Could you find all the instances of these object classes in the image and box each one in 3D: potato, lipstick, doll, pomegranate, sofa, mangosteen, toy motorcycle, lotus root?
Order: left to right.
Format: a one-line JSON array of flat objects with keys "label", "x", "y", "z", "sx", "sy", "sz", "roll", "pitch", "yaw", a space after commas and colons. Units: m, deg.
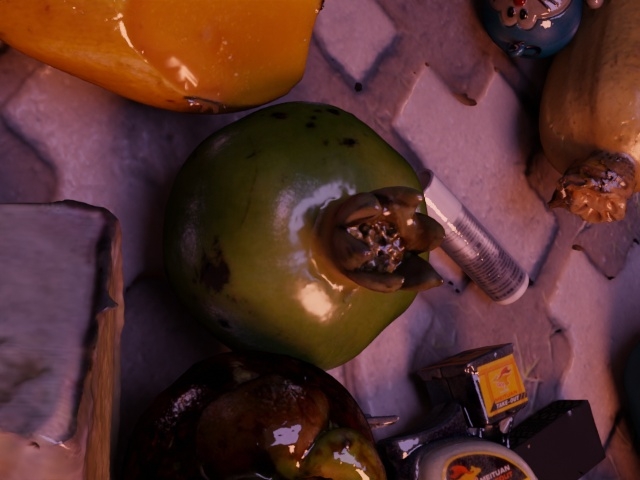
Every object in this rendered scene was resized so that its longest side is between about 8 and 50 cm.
[{"label": "potato", "x": -0.215, "y": 0.130, "z": 0.676, "sx": 0.211, "sy": 0.189, "sz": 0.264, "roll": -1, "pitch": 121, "yaw": -6}, {"label": "mangosteen", "x": -0.037, "y": 0.158, "z": 0.727, "sx": 0.172, "sy": 0.184, "sz": 0.172, "roll": -16, "pitch": 132, "yaw": -19}, {"label": "pomegranate", "x": -0.001, "y": -0.002, "z": 0.785, "sx": 0.187, "sy": 0.225, "sz": 0.187, "roll": -2, "pitch": 94, "yaw": -30}, {"label": "toy motorcycle", "x": 0.057, "y": 0.180, "z": 0.888, "sx": 0.263, "sy": 0.091, "sz": 0.157, "roll": -15, "pitch": 87, "yaw": -39}, {"label": "lipstick", "x": 0.121, "y": 0.000, "z": 1.003, "sx": 0.141, "sy": 0.040, "sz": 0.040, "roll": 45, "pitch": 57, "yaw": -25}, {"label": "doll", "x": 0.197, "y": -0.223, "z": 1.073, "sx": 0.152, "sy": 0.114, "sz": 0.085, "roll": -62, "pitch": 151, "yaw": -23}, {"label": "sofa", "x": 0.192, "y": 0.185, "z": 1.027, "sx": 0.118, "sy": 0.039, "sz": 0.060, "roll": -24, "pitch": 96, "yaw": -39}, {"label": "lotus root", "x": 0.280, "y": -0.144, "z": 1.090, "sx": 0.131, "sy": 0.146, "sz": 0.303, "roll": 34, "pitch": 59, "yaw": -28}]

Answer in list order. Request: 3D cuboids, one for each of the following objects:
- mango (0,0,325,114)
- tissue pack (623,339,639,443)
[{"label": "mango", "x": -0.124, "y": -0.184, "z": 0.779, "sx": 0.257, "sy": 0.138, "sz": 0.187, "roll": 10, "pitch": 87, "yaw": -34}, {"label": "tissue pack", "x": 0.404, "y": 0.190, "z": 1.085, "sx": 0.206, "sy": 0.198, "sz": 0.287, "roll": -14, "pitch": 81, "yaw": -41}]
